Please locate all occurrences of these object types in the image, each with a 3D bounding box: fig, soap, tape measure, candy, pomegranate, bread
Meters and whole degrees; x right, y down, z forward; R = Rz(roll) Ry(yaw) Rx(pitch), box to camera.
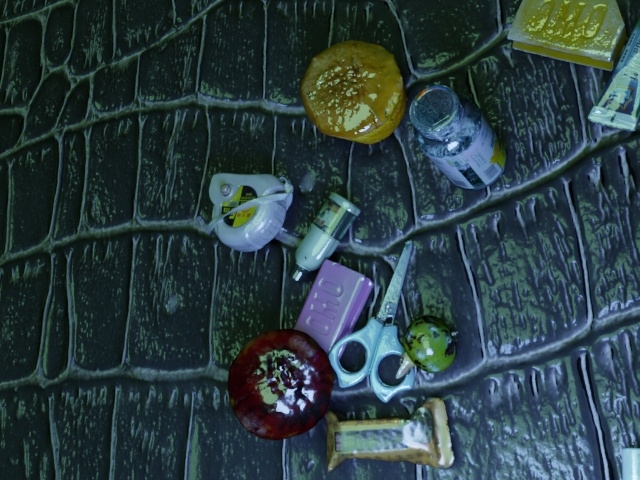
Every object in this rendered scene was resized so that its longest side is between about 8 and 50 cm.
[{"bbox_3d":[-0.087,0.312,1.651,0.263,0.224,0.224,-49,55,36],"label":"fig"},{"bbox_3d":[0.025,0.155,1.749,0.122,0.065,0.203,21,86,32],"label":"soap"},{"bbox_3d":[-0.178,-0.071,1.898,0.236,0.120,0.197,3,70,34],"label":"tape measure"},{"bbox_3d":[0.137,0.398,1.595,0.272,0.101,0.143,-8,77,20],"label":"candy"},{"bbox_3d":[0.210,0.224,1.599,0.161,0.122,0.122,-43,59,19],"label":"pomegranate"},{"bbox_3d":[0.535,-0.457,1.664,0.232,0.073,0.140,24,91,31],"label":"soap"},{"bbox_3d":[0.082,-0.347,1.836,0.269,0.146,0.268,-7,71,22],"label":"bread"}]

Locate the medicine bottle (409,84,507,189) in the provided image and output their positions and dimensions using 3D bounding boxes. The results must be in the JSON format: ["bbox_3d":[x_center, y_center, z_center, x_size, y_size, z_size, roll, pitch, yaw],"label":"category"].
[{"bbox_3d":[0.278,-0.211,1.595,0.142,0.293,0.141,-9,71,26],"label":"medicine bottle"}]

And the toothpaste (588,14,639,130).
[{"bbox_3d":[0.665,-0.410,1.586,0.099,0.061,0.391,23,88,29],"label":"toothpaste"}]

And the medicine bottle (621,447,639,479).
[{"bbox_3d":[0.562,0.412,1.387,0.047,0.047,0.083,-5,73,27],"label":"medicine bottle"}]

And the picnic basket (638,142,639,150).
[{"bbox_3d":[0.698,-0.135,1.484,0.110,0.055,0.193,-32,62,17],"label":"picnic basket"}]

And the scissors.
[{"bbox_3d":[0.145,0.163,1.693,0.191,0.029,0.360,15,74,13],"label":"scissors"}]

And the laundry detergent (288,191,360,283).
[{"bbox_3d":[0.000,0.000,1.808,0.099,0.070,0.225,36,94,47],"label":"laundry detergent"}]
